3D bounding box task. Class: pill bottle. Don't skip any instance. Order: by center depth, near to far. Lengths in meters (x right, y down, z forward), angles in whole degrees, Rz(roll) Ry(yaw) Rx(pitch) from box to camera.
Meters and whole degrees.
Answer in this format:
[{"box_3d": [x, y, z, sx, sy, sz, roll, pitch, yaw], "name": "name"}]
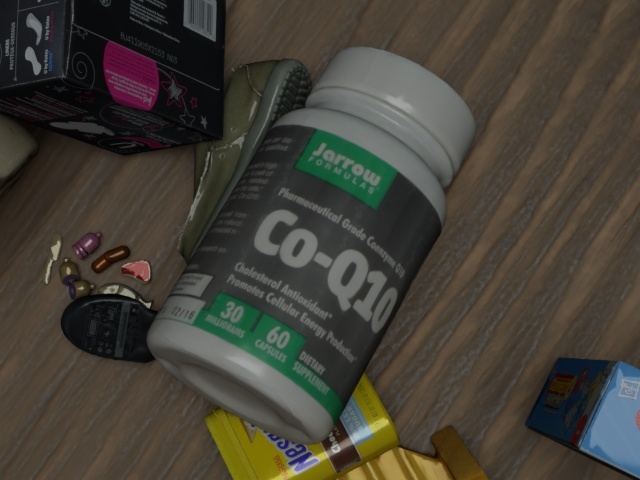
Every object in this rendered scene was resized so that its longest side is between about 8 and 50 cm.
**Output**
[{"box_3d": [0.000, 0.000, 1.343, 0.204, 0.204, 0.361, 29, 72, 2], "name": "pill bottle"}]

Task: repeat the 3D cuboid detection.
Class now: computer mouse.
[{"box_3d": [-0.155, 0.102, 1.445, 0.242, 0.041, 0.071, 12, 102, -6], "name": "computer mouse"}]

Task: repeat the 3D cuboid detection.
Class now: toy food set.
[{"box_3d": [-0.235, 0.031, 1.456, 0.122, 0.019, 0.078, 12, 86, 1], "name": "toy food set"}]

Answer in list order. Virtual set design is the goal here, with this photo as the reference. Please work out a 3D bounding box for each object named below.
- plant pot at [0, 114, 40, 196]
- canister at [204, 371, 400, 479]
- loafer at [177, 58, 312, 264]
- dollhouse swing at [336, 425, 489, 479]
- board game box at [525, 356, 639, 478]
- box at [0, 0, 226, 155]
[{"box_3d": [-0.463, -0.112, 1.340, 0.305, 0.334, 0.334, 43, 87, -8], "name": "plant pot"}, {"box_3d": [-0.018, 0.198, 1.407, 0.170, 0.073, 0.126, -28, 65, -4], "name": "canister"}, {"box_3d": [-0.091, -0.080, 1.441, 0.087, 0.094, 0.251, 19, 80, 30], "name": "loafer"}, {"box_3d": [0.055, 0.390, 1.287, 0.346, 0.305, 0.315, -29, 86, -1], "name": "dollhouse swing"}, {"box_3d": [0.372, 0.217, 1.301, 0.308, 0.302, 0.086, 26, 86, 1], "name": "board game box"}, {"box_3d": [-0.220, -0.194, 1.341, 0.142, 0.247, 0.163, -6, 77, 30], "name": "box"}]
